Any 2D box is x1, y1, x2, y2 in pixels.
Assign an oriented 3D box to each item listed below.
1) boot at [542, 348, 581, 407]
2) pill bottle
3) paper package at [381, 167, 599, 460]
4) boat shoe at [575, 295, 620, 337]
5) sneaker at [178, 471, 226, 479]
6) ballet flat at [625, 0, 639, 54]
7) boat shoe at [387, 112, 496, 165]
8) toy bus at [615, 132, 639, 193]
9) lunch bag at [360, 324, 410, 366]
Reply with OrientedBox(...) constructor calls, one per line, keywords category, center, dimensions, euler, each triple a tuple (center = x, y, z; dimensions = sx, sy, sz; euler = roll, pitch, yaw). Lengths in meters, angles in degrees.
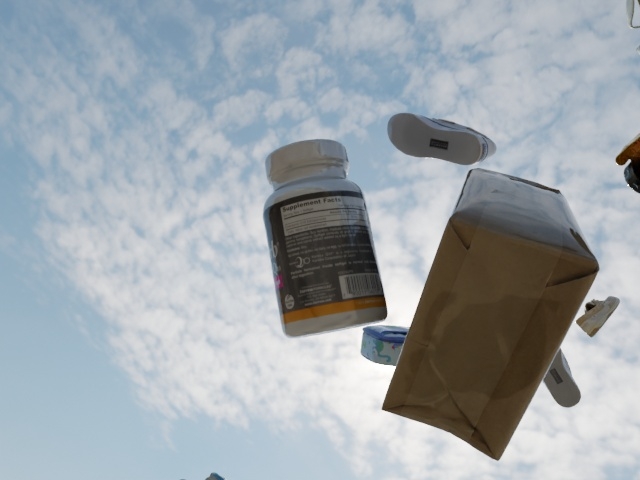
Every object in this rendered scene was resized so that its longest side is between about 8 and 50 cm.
OrientedBox(category="boot", center=(0.590, 0.307, 1.324), dimensions=(0.095, 0.123, 0.258), euler=(-26, -79, 12))
OrientedBox(category="pill bottle", center=(0.000, 0.000, 0.766), dimensions=(0.162, 0.162, 0.278), euler=(-19, -105, 36))
OrientedBox(category="paper package", center=(0.237, 0.080, 0.733), dimensions=(0.168, 0.325, 0.309), euler=(19, -67, 13))
OrientedBox(category="boat shoe", center=(0.678, 0.172, 1.230), dimensions=(0.059, 0.170, 0.063), euler=(40, -46, 26))
OrientedBox(category="sneaker", center=(-0.136, 0.383, 0.731), dimensions=(0.191, 0.071, 0.082), euler=(-5, -90, 12))
OrientedBox(category="ballet flat", center=(0.396, -0.251, 0.596), dimensions=(0.053, 0.057, 0.168), euler=(-23, -72, 14))
OrientedBox(category="boat shoe", center=(0.263, -0.221, 1.112), dimensions=(0.258, 0.084, 0.095), euler=(33, -58, 39))
OrientedBox(category="toy bus", center=(0.624, -0.141, 0.794), dimensions=(0.220, 0.211, 0.149), euler=(41, -26, 7))
OrientedBox(category="lunch bag", center=(0.219, 0.260, 1.222), dimensions=(0.219, 0.176, 0.090), euler=(7, -91, -13))
